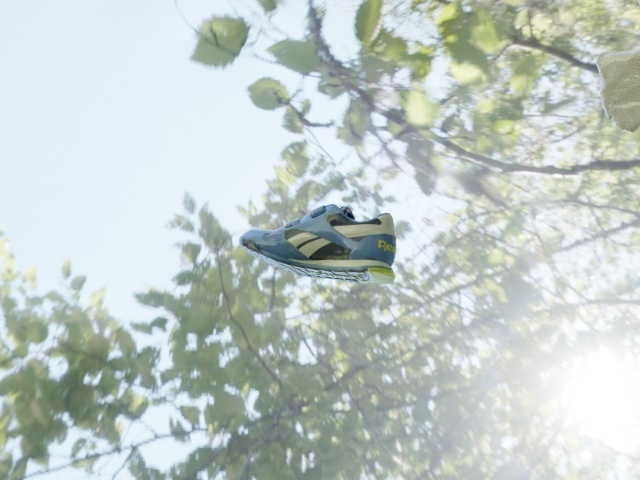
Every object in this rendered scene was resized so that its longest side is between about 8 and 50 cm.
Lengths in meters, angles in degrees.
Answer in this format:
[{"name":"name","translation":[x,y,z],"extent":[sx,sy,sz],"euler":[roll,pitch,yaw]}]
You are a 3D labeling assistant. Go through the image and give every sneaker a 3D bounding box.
[{"name":"sneaker","translation":[0.000,0.000,0.816],"extent":[0.144,0.053,0.059],"euler":[6,-102,24]}]

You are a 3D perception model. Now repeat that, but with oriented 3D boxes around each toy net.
[{"name":"toy net","translation":[0.302,-0.193,0.778],"extent":[0.122,0.045,0.232],"euler":[27,-67,30]}]
